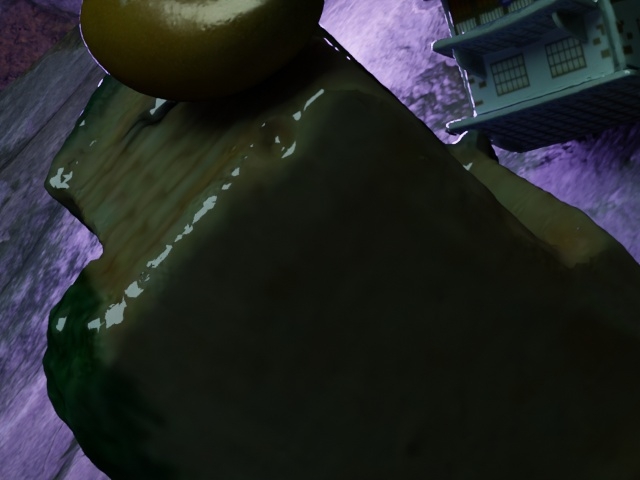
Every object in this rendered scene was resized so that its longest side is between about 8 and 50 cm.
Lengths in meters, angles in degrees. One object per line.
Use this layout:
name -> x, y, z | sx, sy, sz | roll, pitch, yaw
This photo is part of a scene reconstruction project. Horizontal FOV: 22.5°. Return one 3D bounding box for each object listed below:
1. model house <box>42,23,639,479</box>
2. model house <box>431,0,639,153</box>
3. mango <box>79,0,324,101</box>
model house -> 0.004, 0.043, 1.087 | 0.334, 0.382, 0.342 | -45, 27, 1
model house -> 0.209, -0.195, 1.338 | 0.198, 0.215, 0.224 | -15, 0, -37
mango -> -0.068, -0.125, 0.918 | 0.184, 0.085, 0.102 | 16, 65, 46
